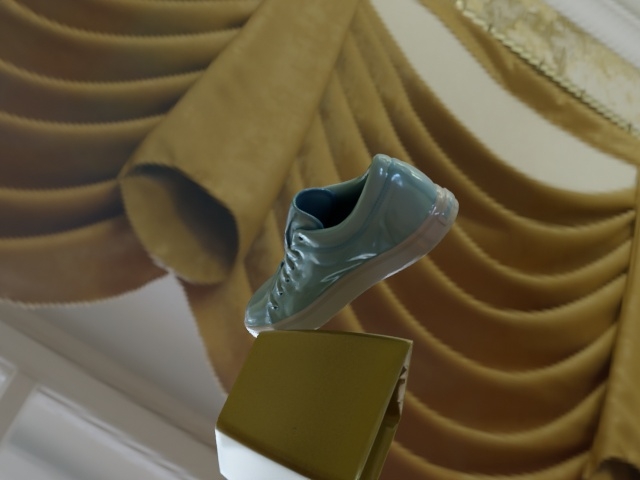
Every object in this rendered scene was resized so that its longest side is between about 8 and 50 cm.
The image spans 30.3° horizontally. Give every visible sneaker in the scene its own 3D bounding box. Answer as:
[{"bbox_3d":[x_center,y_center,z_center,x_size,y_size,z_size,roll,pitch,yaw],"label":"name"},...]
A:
[{"bbox_3d":[0.000,0.000,1.509,0.150,0.135,0.366,40,-54,-19],"label":"sneaker"}]

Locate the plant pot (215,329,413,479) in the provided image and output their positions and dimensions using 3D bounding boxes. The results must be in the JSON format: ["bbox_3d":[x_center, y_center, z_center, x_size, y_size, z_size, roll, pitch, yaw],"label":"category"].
[{"bbox_3d":[-0.014,0.227,1.448,0.187,0.212,0.212,18,-33,11],"label":"plant pot"}]
